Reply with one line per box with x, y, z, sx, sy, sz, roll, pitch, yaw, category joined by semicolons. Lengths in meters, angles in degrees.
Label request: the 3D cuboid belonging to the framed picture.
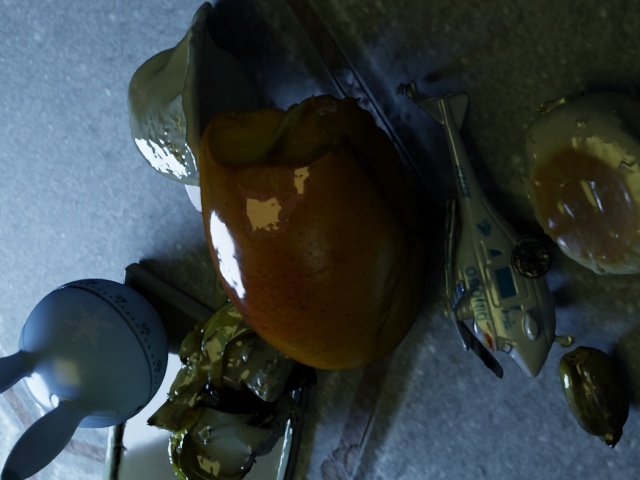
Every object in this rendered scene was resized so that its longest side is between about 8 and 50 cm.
-0.131;0.209;2.181;0.247;0.022;0.335;30;133;24;framed picture

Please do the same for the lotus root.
0.245;0.138;1.768;0.054;0.049;0.099;-14;111;26;lotus root

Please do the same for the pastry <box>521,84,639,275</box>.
0.234;-0.048;1.627;0.166;0.088;0.165;24;130;32;pastry

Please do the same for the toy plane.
0.144;-0.012;1.758;0.182;0.107;0.273;62;-166;-78;toy plane

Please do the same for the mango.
0.000;0.000;1.773;0.201;0.199;0.350;46;168;35;mango

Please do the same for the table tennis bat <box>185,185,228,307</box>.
-0.085;-0.034;1.981;0.138;0.022;0.246;29;131;26;table tennis bat

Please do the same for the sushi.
-0.079;0.139;1.980;0.131;0.139;0.291;35;127;10;sushi

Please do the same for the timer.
-0.271;0.151;2.081;0.175;0.255;0.175;38;159;18;timer

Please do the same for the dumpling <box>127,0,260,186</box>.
-0.114;-0.134;1.832;0.126;0.216;0.166;5;104;19;dumpling
